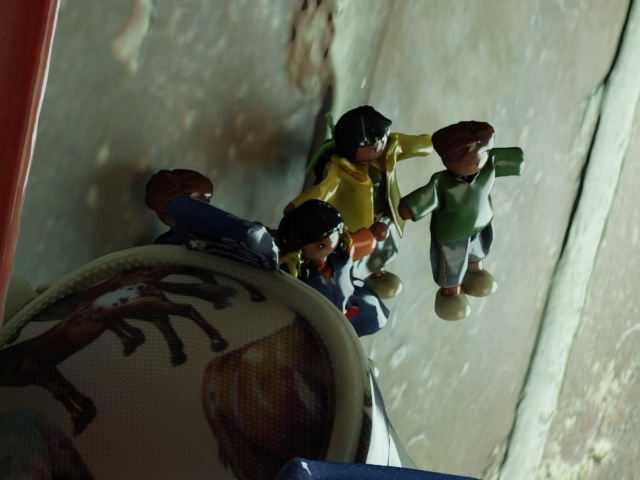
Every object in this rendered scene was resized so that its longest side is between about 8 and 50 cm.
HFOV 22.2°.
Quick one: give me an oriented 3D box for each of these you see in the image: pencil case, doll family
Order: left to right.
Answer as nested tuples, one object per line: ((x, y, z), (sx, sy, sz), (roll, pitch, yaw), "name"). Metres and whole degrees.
((-0.013, 0.160, 0.671), (0.160, 0.183, 0.410), (-33, 142, -5), "pencil case")
((0.000, 0.000, 0.683), (0.193, 0.076, 0.111), (-35, 139, -31), "doll family")

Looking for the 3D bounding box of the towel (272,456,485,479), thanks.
((-0.010, 0.178, 0.519), (0.209, 0.034, 0.285), (15, 121, -40), "towel")

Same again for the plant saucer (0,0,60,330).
((-0.180, -0.031, 0.386), (0.259, 0.047, 0.258), (-5, 113, -49), "plant saucer")
